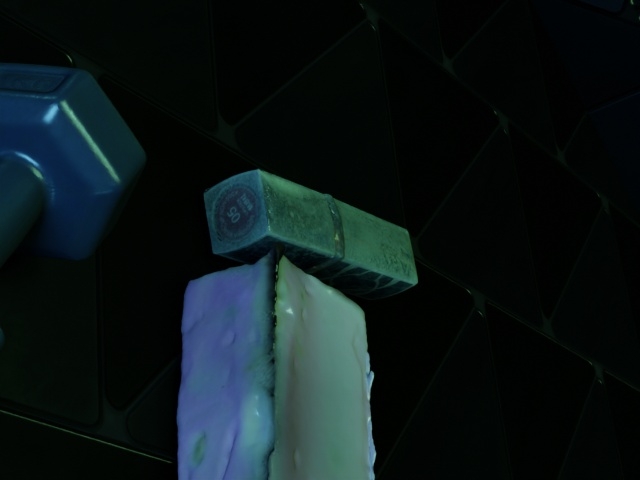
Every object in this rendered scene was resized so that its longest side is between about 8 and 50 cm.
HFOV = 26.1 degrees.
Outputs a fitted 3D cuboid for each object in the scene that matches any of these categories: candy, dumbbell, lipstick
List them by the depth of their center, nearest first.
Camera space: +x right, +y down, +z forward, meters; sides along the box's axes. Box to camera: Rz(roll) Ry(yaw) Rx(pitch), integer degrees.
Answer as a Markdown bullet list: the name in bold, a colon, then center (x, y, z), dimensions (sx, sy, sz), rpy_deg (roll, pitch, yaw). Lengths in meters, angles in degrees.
- **dumbbell**: center (-0.242, 0.004, 0.929), dimensions (0.144, 0.156, 0.316), rpy_deg (31, 36, -3)
- **candy**: center (-0.036, 0.153, 1.194), dimensions (0.155, 0.116, 0.265), rpy_deg (37, 41, -44)
- **lipstick**: center (0.000, 0.000, 1.399), dimensions (0.290, 0.077, 0.076), rpy_deg (18, 55, -55)
